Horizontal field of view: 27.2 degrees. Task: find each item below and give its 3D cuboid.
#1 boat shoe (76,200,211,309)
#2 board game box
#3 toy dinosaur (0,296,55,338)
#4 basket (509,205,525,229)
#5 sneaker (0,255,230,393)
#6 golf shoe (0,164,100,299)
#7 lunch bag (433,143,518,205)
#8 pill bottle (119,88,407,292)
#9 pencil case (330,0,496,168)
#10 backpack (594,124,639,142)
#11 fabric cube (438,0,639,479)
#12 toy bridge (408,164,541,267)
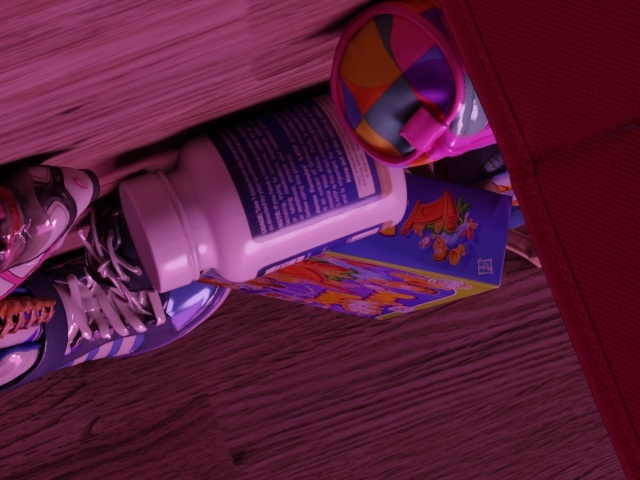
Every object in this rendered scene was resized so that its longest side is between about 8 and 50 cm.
[{"bbox_3d":[-0.157,0.005,1.120,0.079,0.095,0.254,-32,-170,-15],"label":"boat shoe"},{"bbox_3d":[0.000,0.000,1.196,0.233,0.078,0.347,12,170,-11],"label":"board game box"},{"bbox_3d":[-0.376,0.113,1.117,0.322,0.164,0.218,4,148,-28],"label":"toy dinosaur"},{"bbox_3d":[0.368,-0.109,1.689,0.289,0.201,0.255,-31,180,-6],"label":"basket"},{"bbox_3d":[-0.255,0.078,1.386,0.323,0.130,0.236,-16,-178,4],"label":"sneaker"},{"bbox_3d":[-0.204,0.001,0.864,0.086,0.067,0.186,-21,178,-35],"label":"golf shoe"},{"bbox_3d":[0.252,-0.110,1.216,0.243,0.115,0.303,-1,168,-31],"label":"lunch bag"},{"bbox_3d":[-0.043,-0.033,0.953,0.186,0.112,0.112,-20,178,-15],"label":"pill bottle"},{"bbox_3d":[0.115,-0.108,0.802,0.236,0.104,0.104,-18,176,-43],"label":"pencil case"},{"bbox_3d":[0.307,-0.064,0.926,0.213,0.263,0.276,23,107,-35],"label":"backpack"},{"bbox_3d":[0.217,-0.076,0.463,0.258,0.259,0.254,-22,176,26],"label":"fabric cube"},{"bbox_3d":[0.133,-0.036,1.183,0.063,0.188,0.026,-20,-142,59],"label":"toy bridge"}]
